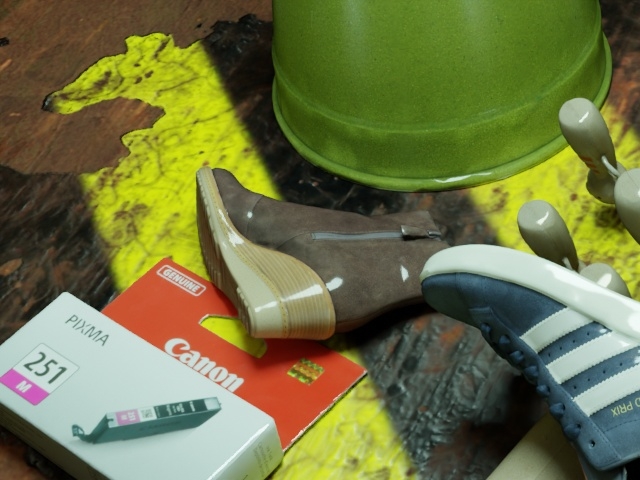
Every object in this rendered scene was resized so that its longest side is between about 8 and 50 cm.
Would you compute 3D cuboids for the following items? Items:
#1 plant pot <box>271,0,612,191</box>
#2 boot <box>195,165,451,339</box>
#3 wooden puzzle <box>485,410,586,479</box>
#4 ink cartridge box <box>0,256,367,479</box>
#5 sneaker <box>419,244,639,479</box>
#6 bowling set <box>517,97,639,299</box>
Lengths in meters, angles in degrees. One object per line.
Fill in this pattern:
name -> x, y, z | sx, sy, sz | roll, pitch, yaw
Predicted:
plant pot -> 0.103, -0.301, 1.492 | 0.366, 0.353, 0.366 | -6, 44, 6
boot -> 0.000, 0.000, 1.420 | 0.207, 0.090, 0.248 | -11, 41, -17
wooden puzzle -> 0.213, 0.298, 1.054 | 0.348, 0.080, 0.322 | 23, 53, 37
ink cartridge box -> -0.136, 0.119, 1.326 | 0.275, 0.060, 0.239 | 27, 57, 34
sneaker -> 0.201, 0.117, 1.098 | 0.350, 0.131, 0.148 | 22, 81, 35
bowling set -> 0.240, 0.033, 1.295 | 0.200, 0.154, 0.287 | -34, 46, 4
